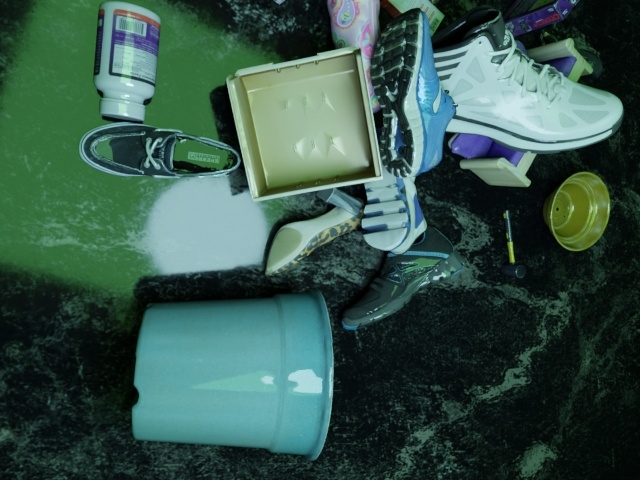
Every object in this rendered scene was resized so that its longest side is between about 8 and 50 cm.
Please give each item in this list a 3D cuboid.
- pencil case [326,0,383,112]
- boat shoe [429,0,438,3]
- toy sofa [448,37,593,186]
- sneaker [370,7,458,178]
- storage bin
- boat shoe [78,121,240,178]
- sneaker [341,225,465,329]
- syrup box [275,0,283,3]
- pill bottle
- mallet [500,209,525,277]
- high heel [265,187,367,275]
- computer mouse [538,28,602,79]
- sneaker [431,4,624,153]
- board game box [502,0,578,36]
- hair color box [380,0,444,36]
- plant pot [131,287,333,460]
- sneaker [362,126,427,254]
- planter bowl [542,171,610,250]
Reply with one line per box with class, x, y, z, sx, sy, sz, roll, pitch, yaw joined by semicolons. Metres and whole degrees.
pencil case;0.088;-0.414;1.053;0.124;0.124;0.283;-14;103;-19
boat shoe;0.285;-0.638;1.135;0.060;0.064;0.177;24;85;10
toy sofa;0.494;-0.326;1.212;0.177;0.150;0.362;32;86;-24
sneaker;0.198;-0.300;1.003;0.147;0.130;0.329;-13;107;-36
storage bin;-0.026;-0.235;0.982;0.263;0.123;0.260;-9;103;7
boat shoe;-0.307;-0.168;0.946;0.302;0.102;0.108;5;96;-22
sneaker;0.181;0.095;1.191;0.341;0.125;0.139;-32;81;-12
syrup box;-0.142;-0.589;0.951;0.237;0.096;0.093;30;86;-22
pill bottle;-0.360;-0.325;0.899;0.108;0.108;0.193;5;96;-22
mallet;0.517;0.011;1.339;0.039;0.062;0.189;-9;87;-21
high heel;0.000;0.000;1.118;0.261;0.093;0.186;-49;144;14
computer mouse;0.687;-0.508;1.319;0.242;0.041;0.071;17;92;-22
sneaker;0.408;-0.334;1.007;0.448;0.257;0.169;11;63;16
board game box;0.593;-0.639;1.172;0.056;0.208;0.346;44;82;-25
hair color box;0.212;-0.535;1.126;0.141;0.043;0.071;33;85;-21
plant pot;-0.181;0.257;0.958;0.335;0.341;0.340;3;97;-14
sneaker;0.174;-0.101;1.140;0.182;0.128;0.315;41;51;-59
planter bowl;0.694;-0.084;1.359;0.217;0.090;0.217;-4;100;-21
